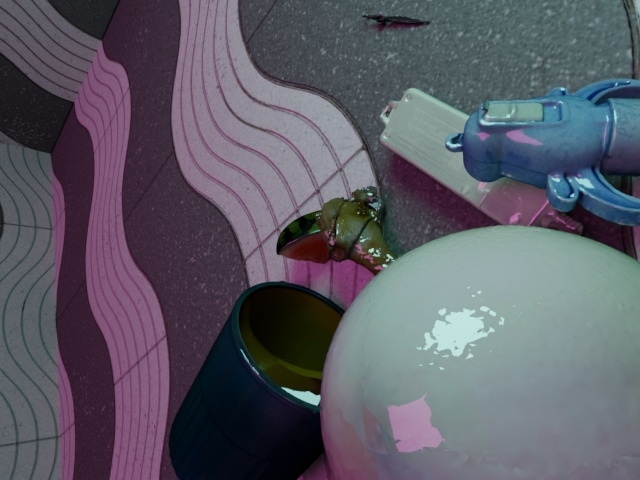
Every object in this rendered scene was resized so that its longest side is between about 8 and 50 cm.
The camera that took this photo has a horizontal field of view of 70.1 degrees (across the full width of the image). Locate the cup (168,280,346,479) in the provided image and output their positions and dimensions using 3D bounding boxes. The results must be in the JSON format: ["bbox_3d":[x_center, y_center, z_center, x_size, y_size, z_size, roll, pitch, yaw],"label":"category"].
[{"bbox_3d":[-0.098,0.232,0.738,0.308,0.242,0.292,51,122,36],"label":"cup"}]

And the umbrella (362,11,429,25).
[{"bbox_3d":[0.121,-0.372,0.767,0.149,0.022,0.022,34,134,45],"label":"umbrella"}]

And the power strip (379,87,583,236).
[{"bbox_3d":[0.203,-0.105,0.606,0.338,0.058,0.098,47,116,41],"label":"power strip"}]

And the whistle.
[{"bbox_3d":[0.266,-0.100,0.464,0.269,0.093,0.180,6,58,16],"label":"whistle"}]

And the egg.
[{"bbox_3d":[0.148,0.153,0.417,0.355,0.340,0.354,-12,73,45],"label":"egg"}]

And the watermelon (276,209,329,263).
[{"bbox_3d":[0.000,0.000,0.806,0.135,0.125,0.094,-6,109,28],"label":"watermelon"}]

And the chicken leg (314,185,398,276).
[{"bbox_3d":[0.066,0.002,0.693,0.080,0.125,0.196,89,160,-54],"label":"chicken leg"}]
